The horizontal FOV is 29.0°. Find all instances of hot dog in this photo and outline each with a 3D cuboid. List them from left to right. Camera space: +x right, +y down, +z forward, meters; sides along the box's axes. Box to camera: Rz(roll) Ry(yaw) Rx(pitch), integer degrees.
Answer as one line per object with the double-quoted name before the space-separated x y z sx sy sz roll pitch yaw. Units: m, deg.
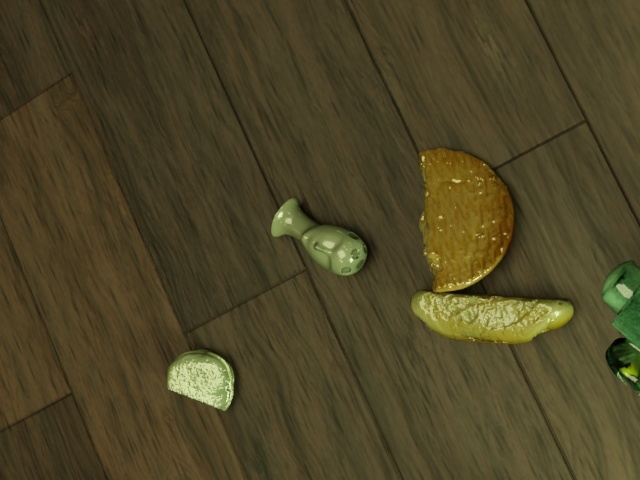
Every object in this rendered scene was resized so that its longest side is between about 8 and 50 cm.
"hot dog" 0.250 0.113 1.828 0.242 0.084 0.073 3 96 23

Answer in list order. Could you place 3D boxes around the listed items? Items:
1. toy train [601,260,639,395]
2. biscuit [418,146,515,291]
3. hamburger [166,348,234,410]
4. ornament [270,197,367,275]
"toy train" 0.566 0.170 1.592 0.442 0.272 0.179 41 119 17
"biscuit" 0.217 -0.036 1.843 0.144 0.033 0.224 -10 71 9
"hamburger" -0.190 0.221 2.035 0.121 0.054 0.084 22 95 19
"ornament" 0.000 0.000 1.935 0.156 0.081 0.075 33 108 24
